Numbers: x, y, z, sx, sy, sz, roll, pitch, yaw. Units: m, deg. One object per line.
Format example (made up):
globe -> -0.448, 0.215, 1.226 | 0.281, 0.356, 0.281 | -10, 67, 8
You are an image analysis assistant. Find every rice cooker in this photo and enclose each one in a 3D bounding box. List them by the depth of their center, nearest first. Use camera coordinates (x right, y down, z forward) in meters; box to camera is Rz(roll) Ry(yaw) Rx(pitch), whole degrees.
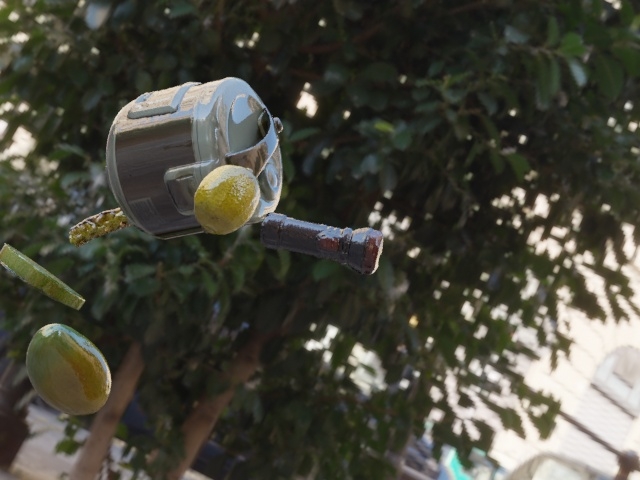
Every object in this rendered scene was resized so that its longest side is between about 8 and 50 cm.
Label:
rice cooker -> -0.250, -0.173, 2.055 | 0.325, 0.335, 0.335 | -9, -27, 23

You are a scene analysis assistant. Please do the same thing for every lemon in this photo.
lemon -> -0.123, -0.059, 1.308 | 0.082, 0.110, 0.082 | 28, -23, 13

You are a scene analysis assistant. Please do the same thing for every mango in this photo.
mango -> -0.437, 0.223, 1.687 | 0.092, 0.130, 0.194 | -122, -163, -52

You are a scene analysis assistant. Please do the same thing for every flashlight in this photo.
flashlight -> 0.000, 0.000, 1.841 | 0.232, 0.093, 0.093 | 12, -14, 7

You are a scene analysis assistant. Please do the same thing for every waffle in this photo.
waffle -> -0.478, -0.045, 2.329 | 0.238, 0.243, 0.058 | 178, -107, -84

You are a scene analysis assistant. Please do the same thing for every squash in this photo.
squash -> -0.617, 0.079, 2.162 | 0.219, 0.041, 0.219 | 34, -5, 3
